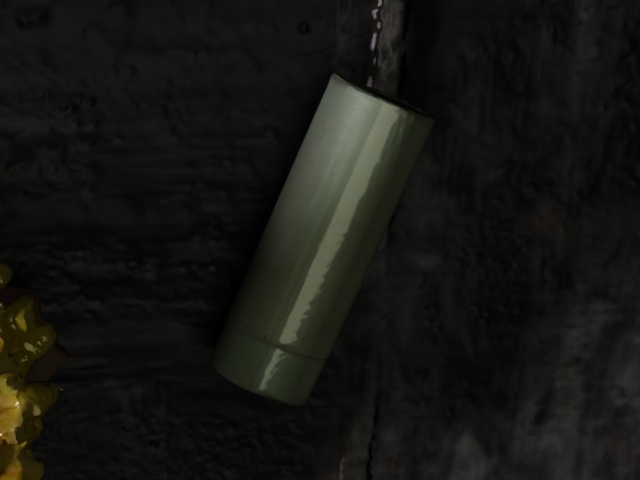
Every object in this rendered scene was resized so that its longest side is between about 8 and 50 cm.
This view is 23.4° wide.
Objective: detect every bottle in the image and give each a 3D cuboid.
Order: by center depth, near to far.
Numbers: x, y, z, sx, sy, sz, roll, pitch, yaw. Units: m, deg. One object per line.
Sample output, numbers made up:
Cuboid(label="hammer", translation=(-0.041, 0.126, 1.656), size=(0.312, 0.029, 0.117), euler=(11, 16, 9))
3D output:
Cuboid(label="bottle", translation=(0.000, 0.000, 0.975), size=(0.072, 0.072, 0.201), euler=(20, 100, -22))

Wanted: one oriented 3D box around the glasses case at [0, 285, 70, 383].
Cuboid(label="glasses case", translation=(-0.224, 0.035, 0.917), size=(0.102, 0.070, 0.193), euler=(-42, 114, -3))

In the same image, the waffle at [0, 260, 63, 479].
Cuboid(label="waffle", translation=(-0.307, 0.096, 0.870), size=(0.312, 0.060, 0.307), euler=(22, 117, -13))
